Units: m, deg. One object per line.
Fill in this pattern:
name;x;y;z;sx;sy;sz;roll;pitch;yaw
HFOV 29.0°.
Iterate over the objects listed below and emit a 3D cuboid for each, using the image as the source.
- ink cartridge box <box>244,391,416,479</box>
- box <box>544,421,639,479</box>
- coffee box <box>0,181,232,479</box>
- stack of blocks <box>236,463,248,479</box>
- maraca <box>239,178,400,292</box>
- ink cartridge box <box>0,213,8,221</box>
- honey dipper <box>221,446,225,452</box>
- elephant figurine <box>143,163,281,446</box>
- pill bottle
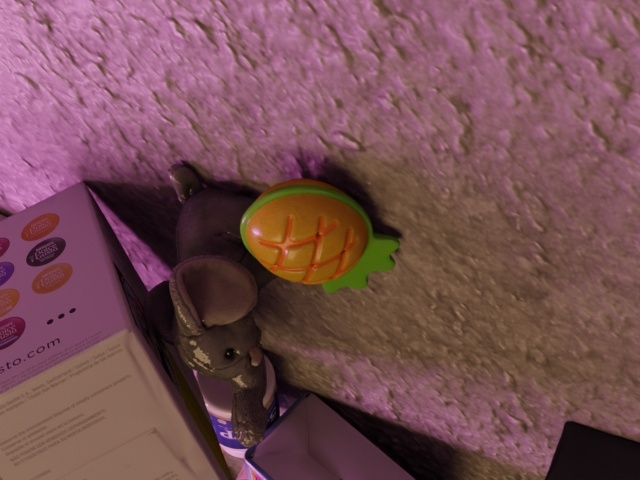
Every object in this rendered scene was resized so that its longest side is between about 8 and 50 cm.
ink cartridge box;0.040;0.441;1.834;0.270;0.151;0.395;37;155;27
box;0.409;0.339;1.509;0.261;0.103;0.184;16;147;20
coffee box;-0.337;0.201;1.495;0.338;0.338;0.334;65;177;-37
stack of blocks;-0.015;0.486;2.116;0.297;0.087;0.171;40;149;-21
maraca;0.000;0.000;1.303;0.127;0.099;0.186;-34;133;30
ink cartridge box;-0.639;-0.010;1.832;0.385;0.091;0.308;24;152;3
honey dipper;-0.143;0.309;1.999;0.030;0.030;0.160;30;149;-5
elephant figurine;-0.115;0.070;1.363;0.186;0.239;0.169;14;149;24
pill bottle;-0.114;0.236;1.767;0.112;0.112;0.186;20;151;14
